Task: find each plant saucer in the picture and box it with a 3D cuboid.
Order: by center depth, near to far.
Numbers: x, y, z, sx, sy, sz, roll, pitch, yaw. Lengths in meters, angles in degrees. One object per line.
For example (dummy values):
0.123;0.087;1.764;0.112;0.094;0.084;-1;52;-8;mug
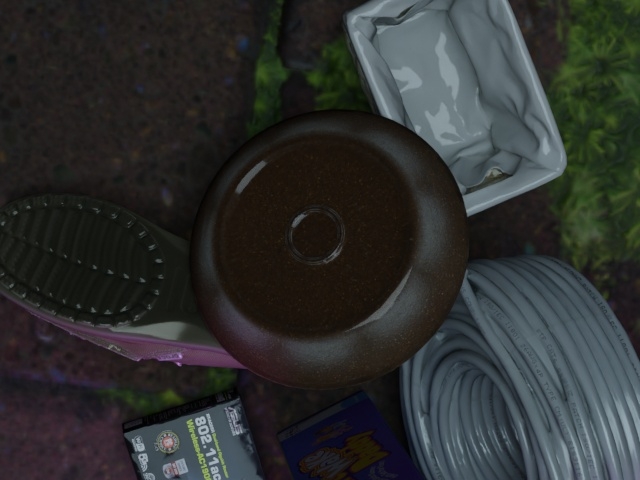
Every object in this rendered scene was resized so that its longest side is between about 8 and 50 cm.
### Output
0.000;0.000;1.155;0.198;0.036;0.199;-4;74;14;plant saucer

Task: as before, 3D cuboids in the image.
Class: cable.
0.142;0.137;1.201;0.089;0.257;0.257;-14;136;-23;cable

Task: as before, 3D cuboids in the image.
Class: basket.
0.091;-0.108;1.237;0.113;0.103;0.167;-23;98;-4;basket

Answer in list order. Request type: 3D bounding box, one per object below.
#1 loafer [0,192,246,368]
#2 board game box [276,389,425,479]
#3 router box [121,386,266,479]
-0.117;0.044;1.234;0.268;0.092;0.102;17;67;6;loafer
0.069;0.252;1.152;0.078;0.347;0.233;-27;99;-3;board game box
-0.087;0.182;1.280;0.092;0.038;0.122;-18;98;-6;router box
